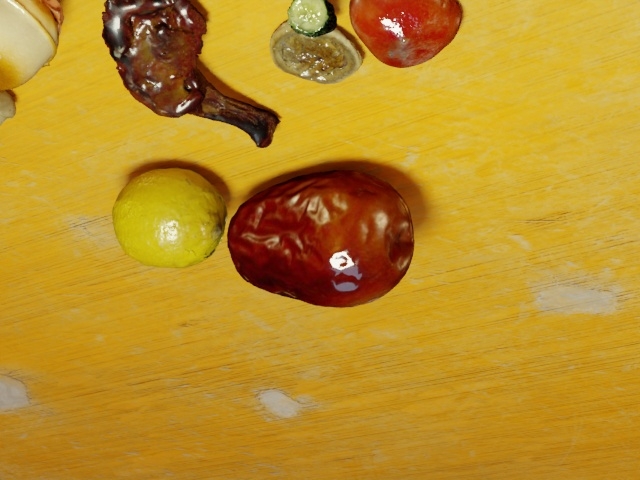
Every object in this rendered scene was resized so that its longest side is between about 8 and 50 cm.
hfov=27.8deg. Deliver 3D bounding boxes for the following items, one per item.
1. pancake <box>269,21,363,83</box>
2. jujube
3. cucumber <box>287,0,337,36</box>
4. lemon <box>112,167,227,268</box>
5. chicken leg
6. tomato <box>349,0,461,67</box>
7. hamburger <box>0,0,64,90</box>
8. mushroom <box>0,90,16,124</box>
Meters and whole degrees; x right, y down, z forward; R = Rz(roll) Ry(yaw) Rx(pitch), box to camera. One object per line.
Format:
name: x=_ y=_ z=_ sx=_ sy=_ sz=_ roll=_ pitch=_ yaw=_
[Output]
pancake: x=-0.009 y=-0.269 z=1.859 sx=0.139 sy=0.022 sz=0.139 roll=8 pitch=149 yaw=5
jujube: x=0.000 y=0.000 z=2.115 sx=0.318 sy=0.223 sz=0.223 roll=-2 pitch=148 yaw=33
cucumber: x=-0.012 y=-0.295 z=1.695 sx=0.058 sy=0.058 sz=0.187 roll=8 pitch=-172 yaw=3
lemon: x=-0.253 y=-0.036 z=2.167 sx=0.180 sy=0.180 sz=0.193 roll=30 pitch=143 yaw=-30
chicken leg: x=-0.201 y=-0.252 z=1.886 sx=0.158 sy=0.096 sz=0.407 roll=-25 pitch=140 yaw=15
tomato: x=0.114 y=-0.286 z=1.754 sx=0.155 sy=0.069 sz=0.155 roll=6 pitch=148 yaw=4
hamburger: x=-0.472 y=-0.306 z=1.814 sx=0.237 sy=0.147 sz=0.237 roll=18 pitch=154 yaw=9
mushroom: x=-0.598 y=-0.164 z=2.105 sx=0.270 sy=0.118 sz=0.103 roll=-16 pitch=138 yaw=38
